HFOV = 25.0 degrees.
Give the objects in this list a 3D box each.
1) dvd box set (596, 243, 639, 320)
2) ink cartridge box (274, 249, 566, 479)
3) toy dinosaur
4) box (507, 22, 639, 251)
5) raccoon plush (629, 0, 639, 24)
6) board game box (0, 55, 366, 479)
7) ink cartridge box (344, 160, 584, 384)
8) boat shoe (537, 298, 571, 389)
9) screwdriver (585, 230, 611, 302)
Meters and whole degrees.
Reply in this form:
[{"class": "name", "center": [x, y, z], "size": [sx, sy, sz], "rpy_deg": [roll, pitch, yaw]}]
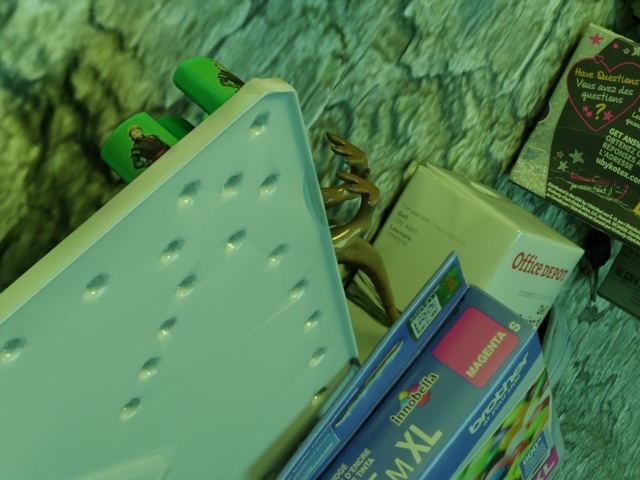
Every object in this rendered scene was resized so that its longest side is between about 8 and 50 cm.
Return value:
[{"class": "dvd box set", "center": [0.450, -0.073, 1.286], "size": [0.062, 0.307, 0.420], "rpy_deg": [22, 97, -33]}, {"class": "ink cartridge box", "center": [0.075, 0.149, 0.934], "size": [0.186, 0.065, 0.311], "rpy_deg": [-50, 152, -12]}, {"class": "toy dinosaur", "center": [0.000, 0.000, 0.852], "size": [0.211, 0.064, 0.112], "rpy_deg": [3, 130, -50]}, {"class": "box", "center": [0.282, -0.064, 1.156], "size": [0.142, 0.163, 0.247], "rpy_deg": [-62, 155, 9]}, {"class": "raccoon plush", "center": [0.390, -0.214, 1.011], "size": [0.216, 0.299, 0.446], "rpy_deg": [-52, 155, -10]}, {"class": "board game box", "center": [-0.141, 0.142, 0.708], "size": [0.390, 0.050, 0.390], "rpy_deg": [-42, 152, -16]}, {"class": "ink cartridge box", "center": [0.077, 0.068, 1.020], "size": [0.219, 0.092, 0.160], "rpy_deg": [-60, 155, 9]}, {"class": "boat shoe", "center": [0.130, 0.154, 1.224], "size": [0.267, 0.096, 0.088], "rpy_deg": [-50, 151, -17]}, {"class": "screwdriver", "center": [0.272, 0.029, 1.436], "size": [0.024, 0.025, 0.170], "rpy_deg": [-51, 164, -14]}]
